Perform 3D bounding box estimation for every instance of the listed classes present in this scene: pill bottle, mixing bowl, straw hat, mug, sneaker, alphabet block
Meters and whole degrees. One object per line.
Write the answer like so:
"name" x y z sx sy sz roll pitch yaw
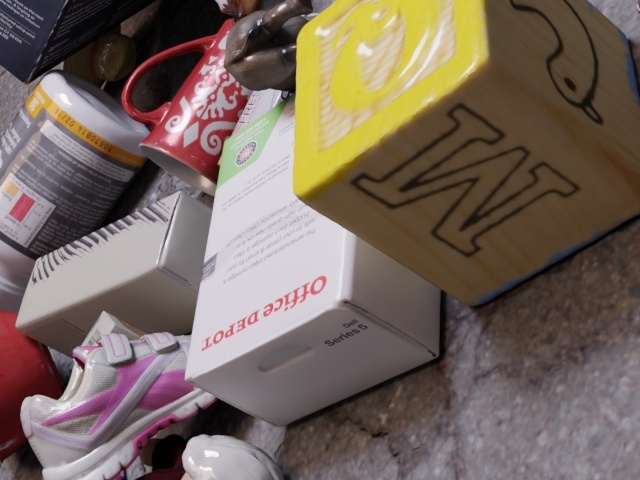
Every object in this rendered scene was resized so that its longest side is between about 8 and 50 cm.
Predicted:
"pill bottle" -0.341 -0.057 1.655 0.278 0.162 0.162 -53 32 9
"mixing bowl" -0.351 0.149 1.523 0.098 0.181 0.181 -23 29 -15
"straw hat" -0.282 -0.248 1.820 0.061 0.144 0.144 19 76 17
"mug" -0.115 -0.152 1.444 0.113 0.150 0.169 20 76 48
"sneaker" -0.167 0.126 1.242 0.252 0.111 0.103 -37 6 -25
"alphabet block" 0.112 -0.098 1.030 0.193 0.197 0.192 -35 40 33

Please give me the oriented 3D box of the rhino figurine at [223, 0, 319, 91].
"rhino figurine" -0.008 -0.178 1.268 0.106 0.243 0.073 -25 83 23

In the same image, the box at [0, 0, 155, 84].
"box" -0.279 -0.410 1.652 0.312 0.179 0.343 -52 -1 35

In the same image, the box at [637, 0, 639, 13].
"box" 0.337 -0.172 0.809 0.203 0.167 0.168 -60 32 -2

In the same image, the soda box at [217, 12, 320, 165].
"soda box" -0.034 -0.143 1.400 0.063 0.058 0.183 10 73 57

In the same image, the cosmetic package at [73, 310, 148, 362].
"cosmetic package" -0.176 0.122 1.321 0.060 0.115 0.041 -56 30 1

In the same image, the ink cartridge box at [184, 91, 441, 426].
"ink cartridge box" 0.000 0.000 1.180 0.198 0.115 0.273 -29 41 38

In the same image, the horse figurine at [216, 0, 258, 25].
"horse figurine" -0.108 -0.343 1.513 0.066 0.174 0.263 -46 5 22

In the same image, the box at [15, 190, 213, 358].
"box" -0.198 0.047 1.421 0.275 0.113 0.094 -21 47 43

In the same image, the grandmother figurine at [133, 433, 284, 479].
"grandmother figurine" -0.166 0.258 1.217 0.342 0.104 0.208 -29 37 35

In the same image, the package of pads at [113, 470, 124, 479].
"package of pads" -0.227 0.223 1.387 0.050 0.032 0.083 -44 35 20
